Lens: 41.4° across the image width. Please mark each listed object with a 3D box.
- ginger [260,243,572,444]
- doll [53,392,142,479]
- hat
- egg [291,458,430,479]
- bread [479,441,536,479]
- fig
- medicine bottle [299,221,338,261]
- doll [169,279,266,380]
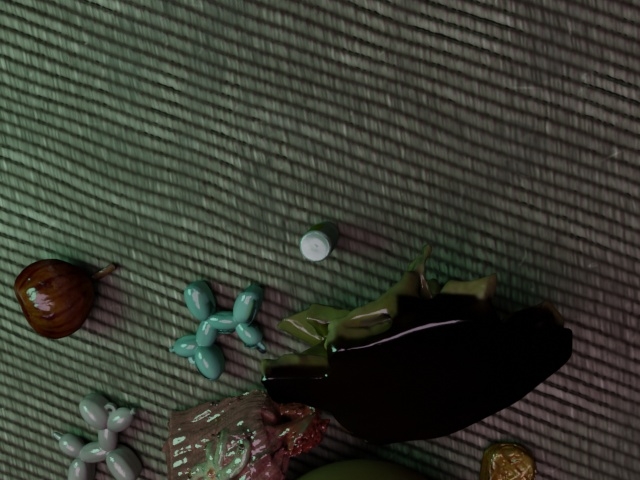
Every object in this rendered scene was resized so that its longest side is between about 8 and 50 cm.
[{"bbox_3d":[0.100,0.119,1.156,0.413,0.211,0.358,-32,139,32],"label":"ginger"},{"bbox_3d":[-0.364,0.332,1.404,0.161,0.059,0.160,-14,101,15],"label":"doll"},{"bbox_3d":[-0.123,0.313,1.277,0.286,0.236,0.107,-24,138,15],"label":"hat"},{"bbox_3d":[0.036,0.479,1.232,0.374,0.301,0.301,-29,96,25],"label":"egg"},{"bbox_3d":[0.284,0.360,1.287,0.083,0.044,0.110,8,102,8],"label":"bread"},{"bbox_3d":[-0.412,0.076,1.329,0.128,0.128,0.150,25,78,5],"label":"fig"},{"bbox_3d":[0.000,0.000,1.239,0.047,0.083,0.047,3,104,10],"label":"medicine bottle"},{"bbox_3d":[-0.162,0.140,1.318,0.159,0.059,0.158,-2,102,10],"label":"doll"}]
